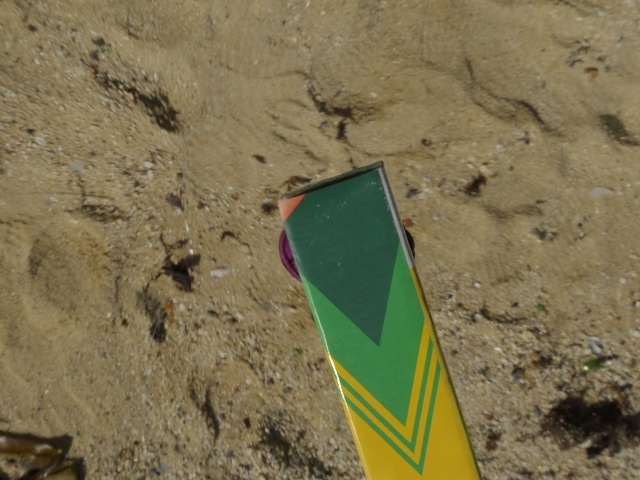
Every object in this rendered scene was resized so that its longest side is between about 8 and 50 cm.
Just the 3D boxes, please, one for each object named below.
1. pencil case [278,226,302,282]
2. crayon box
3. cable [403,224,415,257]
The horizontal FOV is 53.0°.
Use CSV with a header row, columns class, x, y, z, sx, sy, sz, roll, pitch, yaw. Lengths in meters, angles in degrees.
class,x,y,z,sx,sy,sz,roll,pitch,yaw
pencil case,0.000,0.000,0.763,0.098,0.209,0.095,-14,95,-1
crayon box,0.056,0.102,0.531,0.081,0.202,0.319,-18,93,2
cable,0.068,-0.013,0.966,0.184,0.150,0.047,3,126,-48
